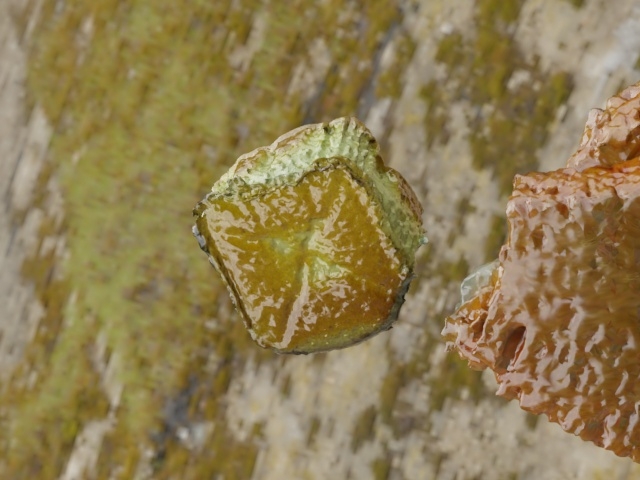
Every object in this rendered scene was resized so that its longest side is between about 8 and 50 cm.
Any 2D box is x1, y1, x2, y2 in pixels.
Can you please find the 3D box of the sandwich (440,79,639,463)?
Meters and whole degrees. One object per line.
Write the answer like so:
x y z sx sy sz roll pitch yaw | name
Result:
0.197 0.028 0.921 0.109 0.212 0.292 -90 17 -68 | sandwich

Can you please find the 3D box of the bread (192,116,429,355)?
0.000 0.000 0.932 0.128 0.140 0.069 -19 26 21 | bread
